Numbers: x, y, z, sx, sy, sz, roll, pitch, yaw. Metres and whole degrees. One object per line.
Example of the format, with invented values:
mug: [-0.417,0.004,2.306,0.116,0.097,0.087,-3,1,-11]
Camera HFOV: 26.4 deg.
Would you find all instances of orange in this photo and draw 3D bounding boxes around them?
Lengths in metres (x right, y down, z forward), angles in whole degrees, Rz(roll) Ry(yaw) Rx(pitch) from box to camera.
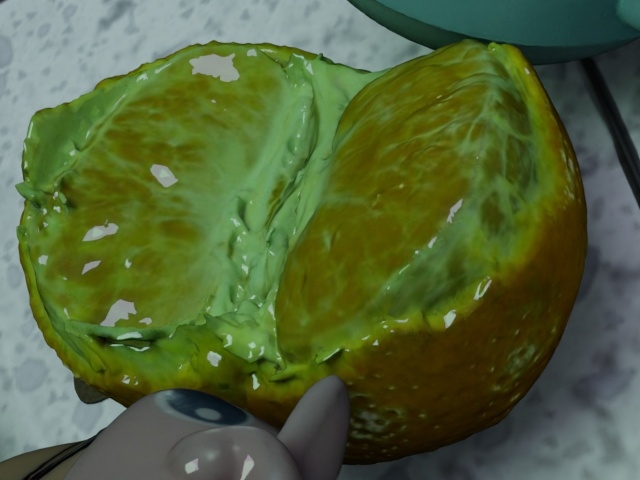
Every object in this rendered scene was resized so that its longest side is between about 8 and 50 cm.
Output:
orange: [0.000,0.003,0.571,0.237,0.158,0.179,0,59,28]

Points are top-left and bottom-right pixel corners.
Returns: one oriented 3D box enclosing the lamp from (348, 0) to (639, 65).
lamp: [0.105,-0.157,0.583,0.284,0.147,0.209,13,48,27]

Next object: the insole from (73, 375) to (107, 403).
insole: [-0.077,0.037,0.704,0.135,0.002,0.045,-38,53,11]

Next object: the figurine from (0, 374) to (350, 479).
figurine: [-0.081,0.169,0.497,0.186,0.287,0.176,22,46,4]
